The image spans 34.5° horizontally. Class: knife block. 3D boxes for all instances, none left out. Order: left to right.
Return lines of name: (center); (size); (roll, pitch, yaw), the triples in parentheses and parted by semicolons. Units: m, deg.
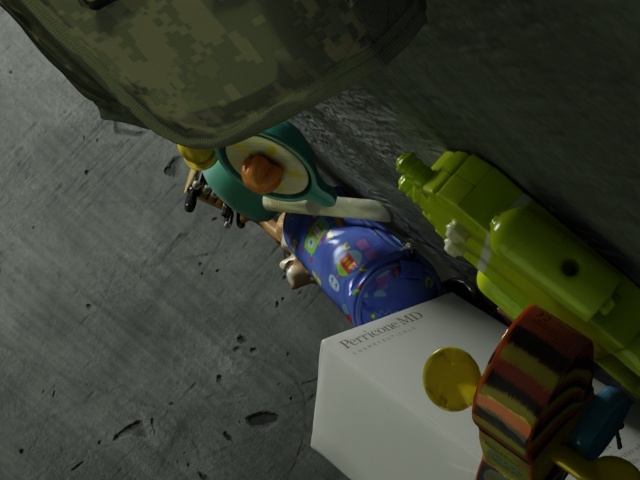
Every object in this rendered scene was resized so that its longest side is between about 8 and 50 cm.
knife block: (-0.204, -0.126, 1.899); (0.276, 0.088, 0.242); (41, -157, 31)

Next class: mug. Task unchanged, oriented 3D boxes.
mug: (-0.097, -0.112, 1.441); (0.158, 0.097, 0.129); (32, -153, -25)

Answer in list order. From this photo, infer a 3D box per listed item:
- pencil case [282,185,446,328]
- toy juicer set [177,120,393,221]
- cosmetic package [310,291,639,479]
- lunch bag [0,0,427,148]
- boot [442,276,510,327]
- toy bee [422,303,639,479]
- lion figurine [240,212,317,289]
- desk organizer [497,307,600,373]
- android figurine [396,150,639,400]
pencil case: (0.050, 0.024, 1.358); (0.119, 0.133, 0.306); (17, -165, -27)
toy juicer set: (-0.088, -0.092, 1.279); (0.209, 0.089, 0.329); (-9, 136, 46)
cosmetic package: (0.190, 0.223, 1.081); (0.385, 0.217, 0.156); (33, 128, 40)
lunch bag: (-0.099, -0.179, 0.523); (0.235, 0.169, 0.287); (49, 166, -28)
boot: (0.272, 0.199, 1.284); (0.338, 0.118, 0.223); (34, 166, 31)
toy bee: (0.181, 0.174, 0.838); (0.298, 0.162, 0.195); (42, 171, -39)
lion figurine: (0.000, 0.000, 1.840); (0.240, 0.142, 0.392); (33, -173, 18)
desk organizer: (0.230, 0.097, 1.026); (0.130, 0.047, 0.050); (47, 177, -42)
android figurine: (0.169, 0.024, 0.815); (0.273, 0.056, 0.248); (40, 176, 9)
